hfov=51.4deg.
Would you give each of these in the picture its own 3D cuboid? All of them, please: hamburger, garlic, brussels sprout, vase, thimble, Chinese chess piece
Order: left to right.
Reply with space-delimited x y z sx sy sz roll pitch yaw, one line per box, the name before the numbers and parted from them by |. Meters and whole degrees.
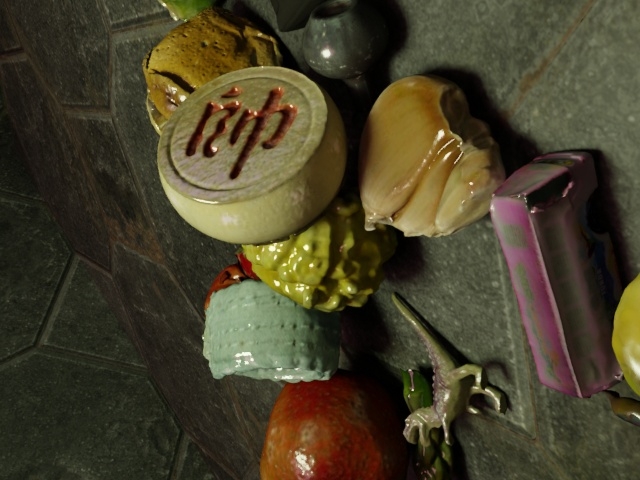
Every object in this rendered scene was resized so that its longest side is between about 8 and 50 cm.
brussels sprout | -0.249 -0.473 1.184 0.149 0.122 0.151 53 -176 31
hamburger | -0.182 -0.263 1.146 0.244 0.244 0.163 53 165 17
Chinese chess piece | -0.095 -0.123 0.942 0.270 0.270 0.112 41 165 33
thimble | -0.087 0.169 1.189 0.205 0.250 0.172 79 -168 -69
vase | 0.048 -0.239 0.921 0.120 0.120 0.183 27 151 46
garlic | 0.140 -0.105 0.883 0.228 0.110 0.217 -41 66 49

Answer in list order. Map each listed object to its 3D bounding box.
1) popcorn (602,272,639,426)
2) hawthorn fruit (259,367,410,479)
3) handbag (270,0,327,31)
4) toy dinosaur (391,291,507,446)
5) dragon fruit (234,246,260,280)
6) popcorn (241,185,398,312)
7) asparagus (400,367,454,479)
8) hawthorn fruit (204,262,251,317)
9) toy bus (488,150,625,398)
popcorn | 0.389 0.120 0.540 0.297 0.281 0.316 48 -178 22
hawthorn fruit | 0.028 0.354 1.259 0.285 0.284 0.369 101 175 -47
handbag | -0.037 -0.437 0.913 0.223 0.080 0.247 63 150 0
toy dinosaur | 0.192 0.212 1.070 0.199 0.072 0.252 -6 96 46
dragon fruit | -0.067 0.033 1.267 0.172 0.160 0.167 -3 69 54
popcorn | 0.004 -0.005 1.049 0.249 0.249 0.225 36 107 39
asparagus | 0.195 0.354 1.186 0.080 0.080 0.287 5 105 56
hawthorn fruit | -0.136 0.159 1.444 0.211 0.211 0.299 53 166 17
toy bus | 0.285 0.041 0.768 0.090 0.112 0.274 8 121 64
